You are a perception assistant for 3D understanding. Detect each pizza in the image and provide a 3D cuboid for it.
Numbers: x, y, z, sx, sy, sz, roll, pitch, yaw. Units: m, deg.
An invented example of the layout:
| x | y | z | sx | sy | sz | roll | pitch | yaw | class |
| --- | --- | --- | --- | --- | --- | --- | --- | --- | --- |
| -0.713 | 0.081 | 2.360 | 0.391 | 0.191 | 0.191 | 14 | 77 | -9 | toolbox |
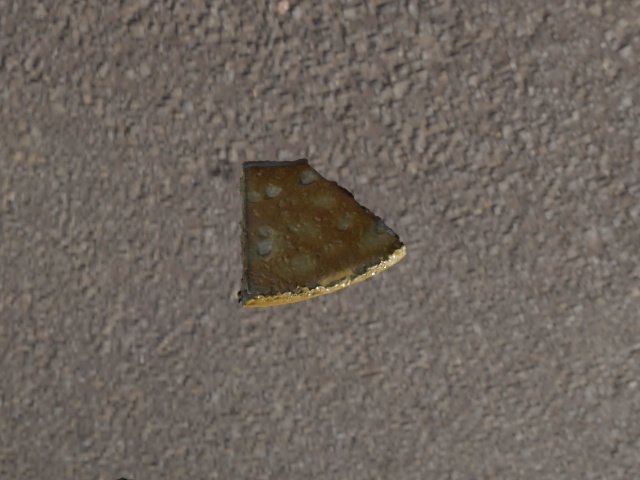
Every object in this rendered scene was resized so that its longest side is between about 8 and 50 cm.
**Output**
| x | y | z | sx | sy | sz | roll | pitch | yaw | class |
| --- | --- | --- | --- | --- | --- | --- | --- | --- | --- |
| -0.007 | -0.006 | 1.411 | 0.204 | 0.188 | 0.080 | -5 | 149 | -7 | pizza |

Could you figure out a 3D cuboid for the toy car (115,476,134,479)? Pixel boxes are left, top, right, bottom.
| x | y | z | sx | sy | sz | roll | pitch | yaw | class |
| --- | --- | --- | --- | --- | --- | --- | --- | --- | --- |
| -0.297 | 0.448 | 1.754 | 0.058 | 0.093 | 0.186 | 8 | 97 | -55 | toy car |
